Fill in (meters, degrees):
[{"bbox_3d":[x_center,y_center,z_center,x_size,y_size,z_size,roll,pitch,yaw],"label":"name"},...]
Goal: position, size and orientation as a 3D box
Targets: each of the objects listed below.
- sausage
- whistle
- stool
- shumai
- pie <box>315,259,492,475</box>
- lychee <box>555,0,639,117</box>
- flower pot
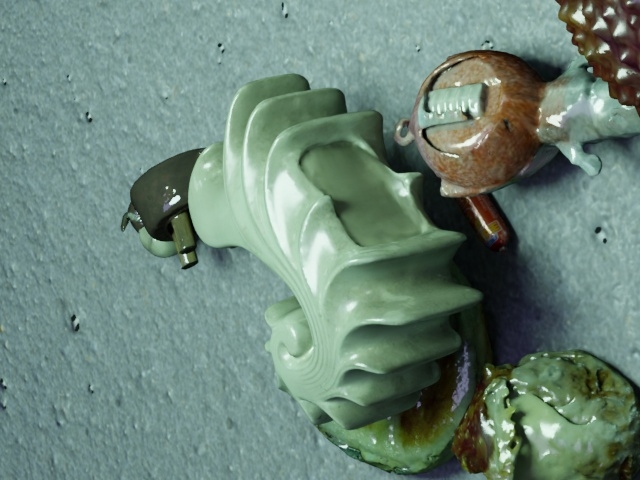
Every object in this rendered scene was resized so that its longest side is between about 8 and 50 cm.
[{"bbox_3d":[0.161,-0.039,1.982,0.034,0.034,0.129,-44,67,40],"label":"sausage"},{"bbox_3d":[0.215,-0.123,1.855,0.346,0.134,0.142,-6,52,37],"label":"whistle"},{"bbox_3d":[-0.163,-0.030,2.243,0.217,0.125,0.121,-40,71,51],"label":"stool"},{"bbox_3d":[0.222,0.195,1.890,0.184,0.142,0.184,13,108,45],"label":"shumai"},{"bbox_3d":[0.068,0.116,2.078,0.302,0.067,0.302,9,103,42],"label":"pie"},{"bbox_3d":[0.339,-0.233,1.592,0.330,0.306,0.306,27,116,42],"label":"lychee"},{"bbox_3d":[0.000,0.000,1.961,0.367,0.165,0.254,58,144,25],"label":"flower pot"}]
